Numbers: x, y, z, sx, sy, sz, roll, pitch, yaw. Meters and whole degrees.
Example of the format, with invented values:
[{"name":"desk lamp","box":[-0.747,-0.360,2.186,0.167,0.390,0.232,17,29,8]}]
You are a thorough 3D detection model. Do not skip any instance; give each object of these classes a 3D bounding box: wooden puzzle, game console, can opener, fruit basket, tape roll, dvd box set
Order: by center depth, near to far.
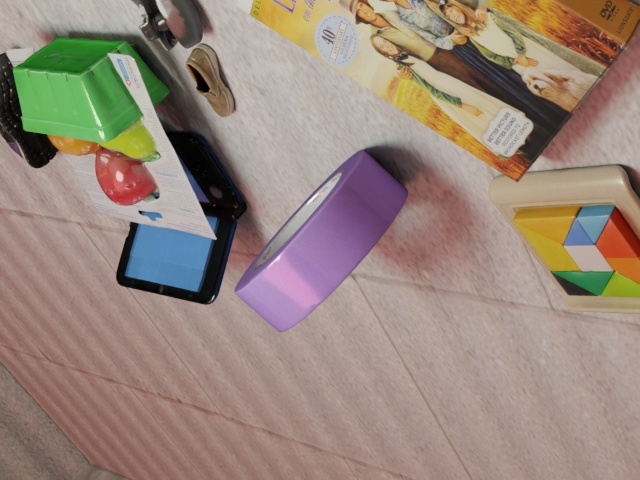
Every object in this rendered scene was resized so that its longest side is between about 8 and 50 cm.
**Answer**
[{"name":"dvd box set","box":[0.114,-0.264,1.296,0.420,0.062,0.307,33,151,2]},{"name":"wooden puzzle","box":[0.349,0.010,1.474,0.221,0.044,0.239,-2,132,51]},{"name":"can opener","box":[-0.264,-0.389,1.598,0.093,0.074,0.280,-23,123,21]},{"name":"tape roll","box":[0.000,0.000,1.623,0.090,0.275,0.275,41,152,-6]},{"name":"fruit basket","box":[-0.337,-0.168,1.886,0.327,0.165,0.353,11,141,41]},{"name":"game console","box":[-0.290,-0.048,2.005,0.293,0.173,0.250,8,140,43]}]

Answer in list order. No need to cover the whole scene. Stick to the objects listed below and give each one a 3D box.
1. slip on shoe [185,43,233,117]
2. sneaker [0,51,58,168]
[{"name":"slip on shoe","box":[-0.169,-0.234,1.726,0.051,0.041,0.135,23,148,27]},{"name":"sneaker","box":[-0.586,-0.254,2.128,0.124,0.107,0.283,34,152,21]}]
